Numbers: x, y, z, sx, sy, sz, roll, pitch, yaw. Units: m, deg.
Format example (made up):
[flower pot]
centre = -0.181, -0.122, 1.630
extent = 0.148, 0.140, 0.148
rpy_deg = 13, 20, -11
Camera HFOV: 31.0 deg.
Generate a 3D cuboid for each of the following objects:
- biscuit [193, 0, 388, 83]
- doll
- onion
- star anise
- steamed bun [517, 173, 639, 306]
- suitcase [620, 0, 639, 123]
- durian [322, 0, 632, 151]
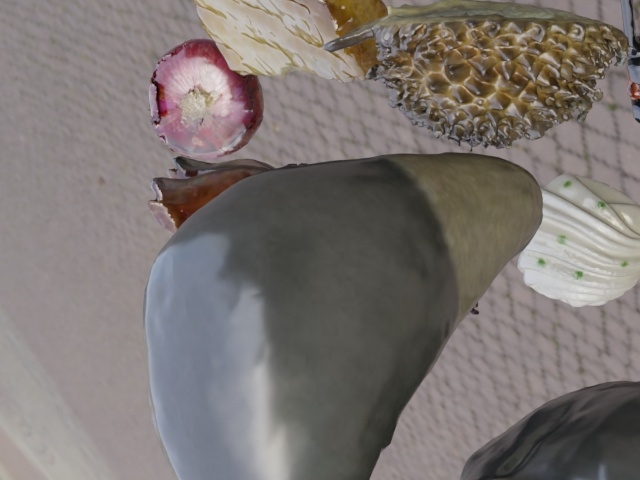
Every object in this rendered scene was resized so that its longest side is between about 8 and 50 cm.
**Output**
[biscuit]
centre = -0.035, -0.243, 1.158
extent = 0.274, 0.091, 0.213
rpy_deg = 24, 152, 50
[doll]
centre = 0.127, 0.115, 0.601
extent = 0.252, 0.382, 0.378
rpy_deg = 7, 118, 56
[onion]
centre = -0.142, -0.181, 1.453
extent = 0.150, 0.150, 0.140
rpy_deg = 56, -170, -11
[star anise]
centre = 0.000, 0.000, 0.877
extent = 0.288, 0.088, 0.288
rpy_deg = 20, -171, -3
[steamed bun]
centre = 0.333, 0.005, 1.499
extent = 0.183, 0.183, 0.106
rpy_deg = 48, -156, 10
[suitcase]
centre = 0.425, -0.249, 1.231
extent = 0.206, 0.066, 0.285
rpy_deg = -3, 135, 19
[durian]
centre = 0.094, -0.101, 0.703
extent = 0.148, 0.188, 0.091
rpy_deg = -107, 23, -72
